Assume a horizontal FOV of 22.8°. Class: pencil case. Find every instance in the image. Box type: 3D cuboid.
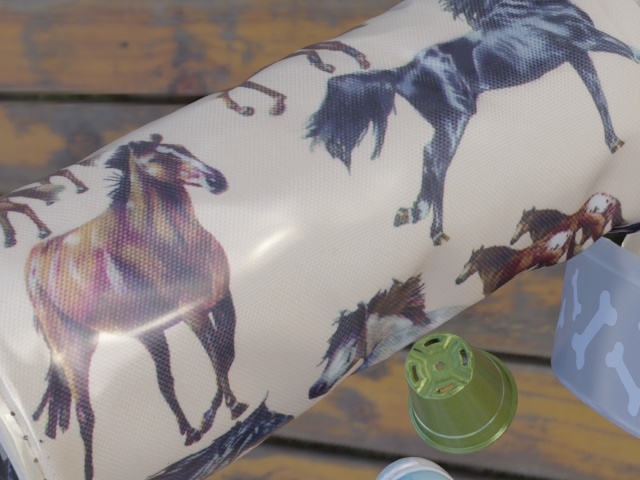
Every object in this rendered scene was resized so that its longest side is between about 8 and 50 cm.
[{"bbox_3d":[0.000,0.000,0.751,0.160,0.410,0.183,46,149,26],"label":"pencil case"}]

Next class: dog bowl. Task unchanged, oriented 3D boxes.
[{"bbox_3d":[0.305,0.093,1.001,0.348,0.348,0.102,24,99,29],"label":"dog bowl"}]

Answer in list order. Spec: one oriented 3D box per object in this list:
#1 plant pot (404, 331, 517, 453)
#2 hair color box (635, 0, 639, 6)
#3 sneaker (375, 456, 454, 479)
[{"bbox_3d":[0.094,0.103,1.150,0.083,0.079,0.083,-8,63,16],"label":"plant pot"},{"bbox_3d":[0.267,-0.172,1.013,0.174,0.347,0.105,31,116,1],"label":"hair color box"},{"bbox_3d":[0.183,0.396,1.666,0.135,0.150,0.366,-42,106,3],"label":"sneaker"}]
